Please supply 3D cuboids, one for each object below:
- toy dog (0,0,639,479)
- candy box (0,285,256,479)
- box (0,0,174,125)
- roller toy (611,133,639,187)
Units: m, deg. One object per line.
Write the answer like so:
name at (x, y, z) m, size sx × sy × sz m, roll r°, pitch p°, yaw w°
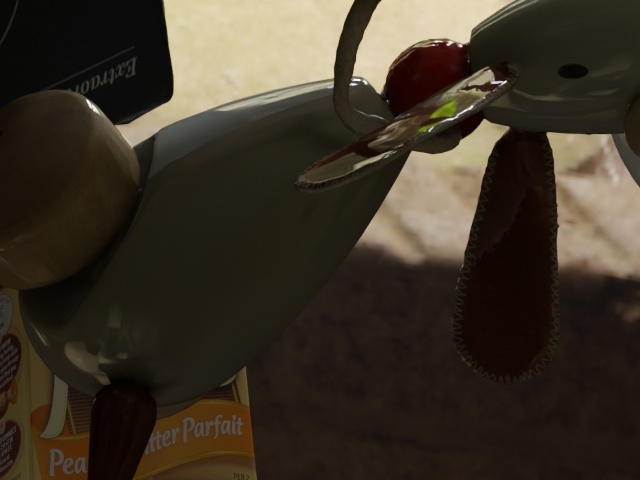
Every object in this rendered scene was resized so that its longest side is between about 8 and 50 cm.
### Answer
toy dog at (0.000, 0.000, 0.669) m, size 0.220 × 0.334 × 0.161 m, roll 27°, pitch 39°, yaw -38°
candy box at (-0.146, 0.142, 1.211) m, size 0.183 × 0.087 × 0.316 m, roll 10°, pitch 61°, yaw -33°
box at (-0.257, -0.207, 0.734) m, size 0.212 × 0.395 × 0.293 m, roll 24°, pitch 41°, yaw 37°
roller toy at (0.240, -0.098, 0.857) m, size 0.191 × 0.209 × 0.146 m, roll 40°, pitch 16°, yaw -6°
